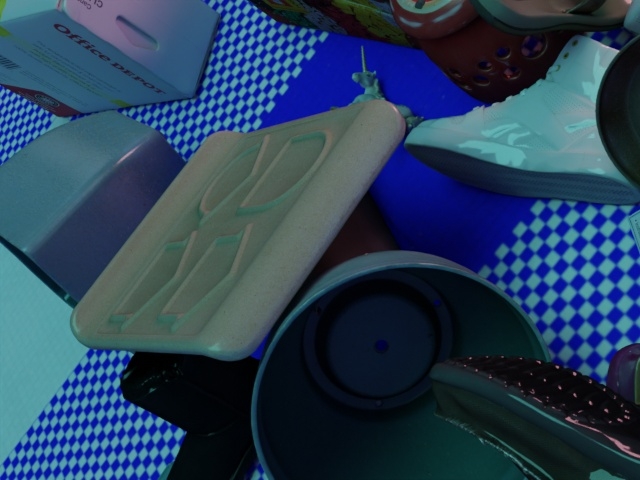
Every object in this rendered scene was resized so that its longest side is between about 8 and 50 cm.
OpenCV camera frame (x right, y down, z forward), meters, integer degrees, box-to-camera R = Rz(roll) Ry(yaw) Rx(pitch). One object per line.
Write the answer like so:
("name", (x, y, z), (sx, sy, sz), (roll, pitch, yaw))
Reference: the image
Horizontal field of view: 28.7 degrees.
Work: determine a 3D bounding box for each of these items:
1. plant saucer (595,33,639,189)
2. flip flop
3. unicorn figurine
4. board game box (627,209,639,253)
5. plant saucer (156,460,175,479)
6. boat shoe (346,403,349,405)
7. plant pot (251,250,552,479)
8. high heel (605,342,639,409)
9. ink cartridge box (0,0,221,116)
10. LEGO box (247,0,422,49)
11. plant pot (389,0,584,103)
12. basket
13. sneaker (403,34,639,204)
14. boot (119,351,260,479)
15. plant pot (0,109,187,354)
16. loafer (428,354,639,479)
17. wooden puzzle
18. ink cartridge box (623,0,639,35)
("plant saucer", (0.364, -0.124, 1.191), (0.198, 0.198, 0.036), (-22, 18, 36))
("flip flop", (0.263, -0.281, 1.314), (0.112, 0.277, 0.080), (54, 136, 24))
("unicorn figurine", (0.065, -0.168, 1.579), (0.162, 0.111, 0.060), (39, 136, 28))
("board game box", (0.443, 0.044, 1.037), (0.318, 0.066, 0.319), (-34, 52, 35))
("plant saucer", (-0.162, 0.351, 1.554), (0.067, 0.018, 0.192), (-55, 42, 7))
("boat shoe", (0.013, 0.241, 1.415), (0.152, 0.049, 0.056), (-66, 22, 1))
("plant pot", (0.072, 0.134, 1.272), (0.293, 0.293, 0.196), (-52, 14, 10))
("high heel", (0.289, 0.217, 1.156), (0.082, 0.117, 0.244), (0, 85, 3))
("ink cartridge box", (-0.390, -0.336, 1.982), (0.384, 0.279, 0.160), (0, 67, 45))
("LEGO box", (0.096, -0.531, 1.662), (0.372, 0.193, 0.500), (23, 85, 49))
("plant pot", (0.184, -0.278, 1.446), (0.191, 0.174, 0.191), (-26, 51, 37))
("basket", (0.000, 0.000, 1.493), (0.204, 0.154, 0.227), (-35, 48, -5))
("sneaker", (0.240, -0.140, 1.370), (0.292, 0.108, 0.169), (11, 74, 38))
("boot", (-0.163, 0.212, 1.477), (0.246, 0.207, 0.094), (-52, 39, 4))
("plant pot", (-0.302, -0.038, 1.759), (0.252, 0.248, 0.247), (-49, 39, -11))
("loafer", (0.229, 0.204, 1.038), (0.366, 0.134, 0.130), (27, 107, 39))
("wooden puzzle", (-0.085, 0.002, 1.335), (0.348, 0.080, 0.322), (0, 50, 54))
("ink cartridge box", (0.417, -0.387, 1.202), (0.330, 0.071, 0.324), (117, 176, -80))
